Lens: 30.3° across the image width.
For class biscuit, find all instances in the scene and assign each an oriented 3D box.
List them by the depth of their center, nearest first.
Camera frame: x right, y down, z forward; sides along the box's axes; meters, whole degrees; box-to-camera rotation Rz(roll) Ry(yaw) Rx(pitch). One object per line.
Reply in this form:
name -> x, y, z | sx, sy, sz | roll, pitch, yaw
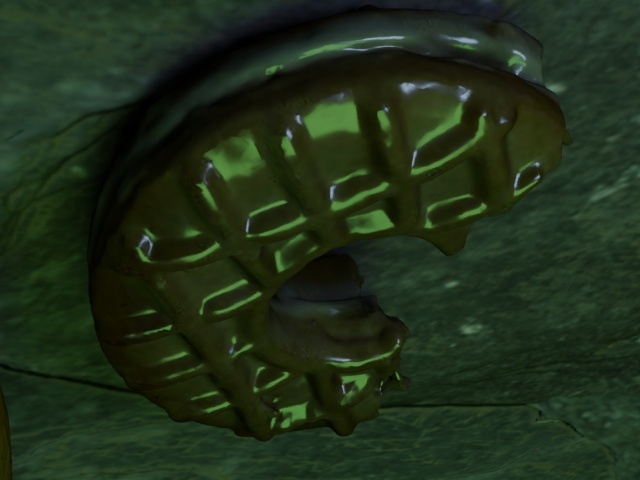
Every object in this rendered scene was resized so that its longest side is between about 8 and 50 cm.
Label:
biscuit -> -0.019, 0.005, 0.780 | 0.268, 0.115, 0.366 | 4, 136, -24

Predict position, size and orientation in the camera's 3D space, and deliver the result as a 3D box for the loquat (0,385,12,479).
loquat -> -0.318, 0.130, 0.688 | 0.274, 0.275, 0.275 | -10, 141, -8
